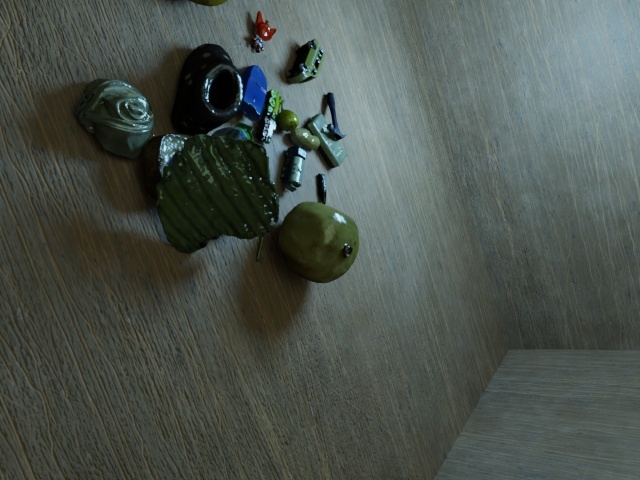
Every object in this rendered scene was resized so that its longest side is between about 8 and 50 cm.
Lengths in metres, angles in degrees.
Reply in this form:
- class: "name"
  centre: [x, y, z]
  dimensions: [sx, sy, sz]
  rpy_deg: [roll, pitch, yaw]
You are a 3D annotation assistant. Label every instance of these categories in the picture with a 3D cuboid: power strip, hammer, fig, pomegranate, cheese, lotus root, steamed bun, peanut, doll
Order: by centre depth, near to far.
- class: "steamed bun"
  centre: [-0.582, -0.372, 1.263]
  dimensions: [0.211, 0.144, 0.218]
  rpy_deg: [32, 58, -39]
- class: "lotus root"
  centre: [-0.479, -0.253, 1.370]
  dimensions: [0.170, 0.074, 0.261]
  rpy_deg: [45, 50, -60]
- class: "cheese"
  centre: [-0.341, -0.268, 1.437]
  dimensions: [0.320, 0.203, 0.083]
  rpy_deg: [-55, 148, -14]
- class: "hammer"
  centre: [-0.214, -0.013, 1.662]
  dimensions: [0.028, 0.060, 0.195]
  rpy_deg: [25, 68, -43]
- class: "pomegranate"
  centre: [0.000, 0.000, 1.705]
  dimensions: [0.332, 0.332, 0.333]
  rpy_deg: [14, 71, -46]
- class: "doll"
  centre: [-0.247, -0.871, 1.820]
  dimensions: [0.109, 0.057, 0.169]
  rpy_deg: [35, 56, -40]
- class: "fig"
  centre: [-0.148, -0.529, 1.857]
  dimensions: [0.093, 0.093, 0.166]
  rpy_deg: [35, 19, -38]
- class: "peanut"
  centre: [-0.064, -0.451, 1.913]
  dimensions: [0.174, 0.080, 0.080]
  rpy_deg: [15, 70, -49]
- class: "power strip"
  centre: [0.025, -0.469, 2.021]
  dimensions: [0.257, 0.070, 0.105]
  rpy_deg: [52, 46, -25]
- class: "hammer"
  centre: [0.065, -0.600, 2.063]
  dimensions: [0.137, 0.037, 0.290]
  rpy_deg: [35, 40, -47]

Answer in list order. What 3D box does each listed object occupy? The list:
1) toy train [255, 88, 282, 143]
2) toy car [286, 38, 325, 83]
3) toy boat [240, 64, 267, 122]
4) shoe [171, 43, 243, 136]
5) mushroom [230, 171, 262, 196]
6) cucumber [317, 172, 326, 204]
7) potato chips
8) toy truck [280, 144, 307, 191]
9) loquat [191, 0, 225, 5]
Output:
- class: "toy train"
  centre: [-0.212, -0.509, 1.779]
  dimensions: [0.085, 0.053, 0.250]
  rpy_deg: [32, 59, -46]
- class: "toy car"
  centre: [-0.061, -0.801, 1.980]
  dimensions: [0.124, 0.101, 0.257]
  rpy_deg: [41, 52, -39]
- class: "toy boat"
  centre: [-0.272, -0.604, 1.719]
  dimensions: [0.129, 0.088, 0.295]
  rpy_deg: [37, 45, -37]
- class: "shoe"
  centre: [-0.364, -0.543, 1.475]
  dimensions: [0.171, 0.237, 0.384]
  rpy_deg: [32, 59, -39]
- class: "mushroom"
  centre: [-0.278, -0.161, 1.501]
  dimensions: [0.207, 0.215, 0.208]
  rpy_deg: [20, 64, -50]
- class: "cucumber"
  centre: [0.008, -0.226, 1.973]
  dimensions: [0.038, 0.043, 0.163]
  rpy_deg: [-1, 78, -10]
- class: "potato chips"
  centre: [-0.320, -0.135, 1.353]
  dimensions: [0.373, 0.097, 0.389]
  rpy_deg: [-9, 124, -12]
- class: "toy truck"
  centre: [-0.111, -0.304, 1.816]
  dimensions: [0.074, 0.088, 0.202]
  rpy_deg: [27, 62, -40]
- class: "loquat"
  centre: [-0.416, -1.010, 1.499]
  dimensions: [0.328, 0.328, 0.359]
  rpy_deg: [0, 38, -48]
